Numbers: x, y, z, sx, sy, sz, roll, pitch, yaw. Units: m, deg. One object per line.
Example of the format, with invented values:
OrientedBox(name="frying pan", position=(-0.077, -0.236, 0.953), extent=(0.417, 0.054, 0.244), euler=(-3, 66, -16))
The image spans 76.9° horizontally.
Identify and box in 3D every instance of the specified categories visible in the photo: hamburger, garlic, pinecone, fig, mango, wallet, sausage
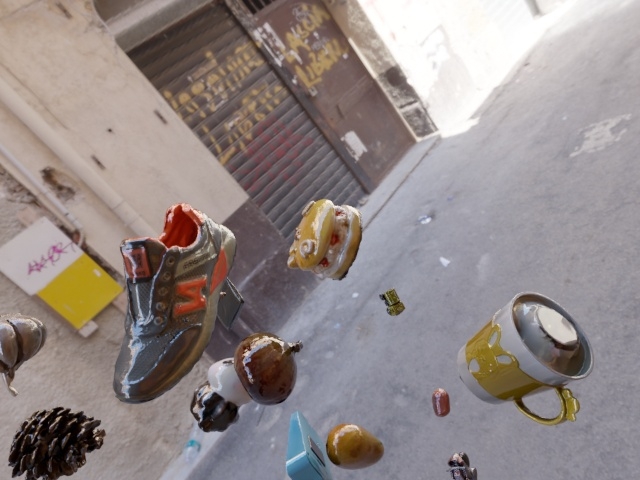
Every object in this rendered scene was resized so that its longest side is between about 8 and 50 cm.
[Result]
OrientedBox(name="hamburger", position=(0.000, 0.000, 1.388), extent=(0.302, 0.187, 0.260), euler=(133, 147, -60))
OrientedBox(name="garlic", position=(-0.704, 0.260, 0.922), extent=(0.127, 0.194, 0.131), euler=(-7, -9, -2))
OrientedBox(name="pinecone", position=(-0.667, 0.519, 1.030), extent=(0.184, 0.205, 0.179), euler=(143, 134, -66))
OrientedBox(name="fig", position=(-0.169, 0.402, 1.291), extent=(0.215, 0.234, 0.235), euler=(-27, 6, -39))
OrientedBox(name="mango", position=(0.122, 0.778, 1.507), extent=(0.176, 0.254, 0.139), euler=(-30, 36, 22))
OrientedBox(name="wallet", position=(-0.360, 0.229, 1.554), extent=(0.052, 0.168, 0.245), euler=(-24, -22, -36))
OrientedBox(name="sausage", position=(0.425, 0.573, 1.423), extent=(0.054, 0.094, 0.059), euler=(-1, -11, -10))

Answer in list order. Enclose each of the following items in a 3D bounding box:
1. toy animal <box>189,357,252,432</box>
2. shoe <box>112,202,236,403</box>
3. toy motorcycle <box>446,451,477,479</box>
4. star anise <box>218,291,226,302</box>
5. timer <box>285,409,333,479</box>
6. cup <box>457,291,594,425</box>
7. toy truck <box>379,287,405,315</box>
OrientedBox(name="toy animal", position=(-0.362, 0.578, 1.554), extent=(0.266, 0.212, 0.213), euler=(-52, 20, -10))
OrientedBox(name="shoe", position=(-0.250, 0.071, 0.635), extent=(0.133, 0.171, 0.336), euler=(-3, 52, 24))
OrientedBox(name="toy motorcycle", position=(0.540, 0.908, 1.525), extent=(0.082, 0.122, 0.213), euler=(-34, 33, 36))
OrientedBox(name="star anise", position=(-0.410, 0.173, 1.273), extent=(0.196, 0.212, 0.111), euler=(-31, 31, 15))
OrientedBox(name="timer", position=(-0.049, 0.795, 1.503), extent=(0.091, 0.231, 0.250), euler=(-29, 23, 3))
OrientedBox(name="cup", position=(0.416, 0.258, 0.829), extent=(0.226, 0.186, 0.241), euler=(120, 147, -46))
OrientedBox(name="toy truck", position=(0.228, 0.195, 1.266), extent=(0.049, 0.083, 0.054), euler=(-23, -11, -18))
